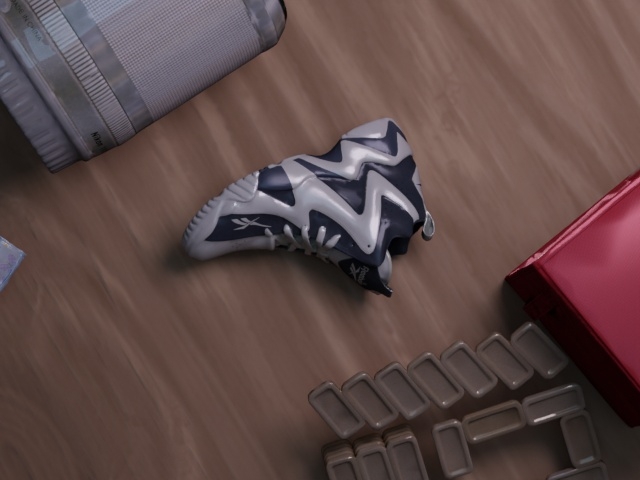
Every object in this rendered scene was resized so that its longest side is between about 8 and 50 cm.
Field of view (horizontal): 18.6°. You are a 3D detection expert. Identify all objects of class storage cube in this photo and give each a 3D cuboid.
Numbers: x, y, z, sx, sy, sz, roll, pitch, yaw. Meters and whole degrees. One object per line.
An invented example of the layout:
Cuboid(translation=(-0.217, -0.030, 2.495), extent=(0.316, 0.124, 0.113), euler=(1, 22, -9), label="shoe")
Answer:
Cuboid(translation=(0.309, 0.045, 1.795), extent=(0.215, 0.183, 0.193), euler=(-40, 88, -6), label="storage cube")

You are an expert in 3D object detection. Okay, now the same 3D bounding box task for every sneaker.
Cuboid(translation=(0.000, 0.000, 1.834), extent=(0.235, 0.094, 0.153), euler=(-24, 76, -14), label="sneaker")

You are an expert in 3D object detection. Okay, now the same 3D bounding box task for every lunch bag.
Cuboid(translation=(-0.330, 0.020, 1.844), extent=(0.083, 0.053, 0.071), euler=(30, 81, 11), label="lunch bag")

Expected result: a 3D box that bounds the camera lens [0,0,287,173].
Cuboid(translation=(-0.185, -0.217, 1.790), extent=(0.274, 0.219, 0.219), euler=(-33, 86, -5), label="camera lens")

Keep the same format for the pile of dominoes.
Cuboid(translation=(0.126, 0.178, 1.822), extent=(0.251, 0.040, 0.196), euler=(-18, 113, 0), label="pile of dominoes")
